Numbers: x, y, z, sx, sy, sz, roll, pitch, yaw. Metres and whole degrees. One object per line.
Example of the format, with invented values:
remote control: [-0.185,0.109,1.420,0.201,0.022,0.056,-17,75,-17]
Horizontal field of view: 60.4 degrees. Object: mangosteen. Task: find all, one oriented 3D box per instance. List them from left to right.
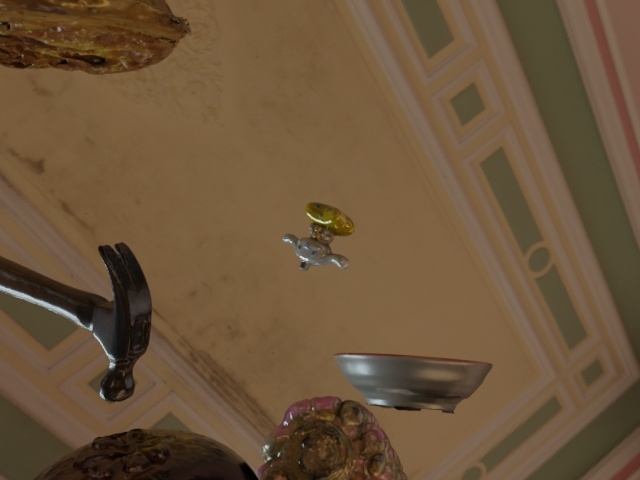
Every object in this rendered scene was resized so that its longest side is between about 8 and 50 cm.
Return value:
mangosteen: [-0.125,0.247,0.386,0.192,0.192,0.217,-5,-90,-20]

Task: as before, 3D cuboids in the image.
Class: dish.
dish: [0.148,0.237,0.903,0.260,0.260,0.086,11,-105,-25]

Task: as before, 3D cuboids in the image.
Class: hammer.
hammer: [-0.390,0.046,0.675,0.044,0.439,0.169,-7,-69,-68]

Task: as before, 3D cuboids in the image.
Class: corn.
corn: [0.033,0.260,0.592,0.126,0.127,0.335,-35,-34,-7]

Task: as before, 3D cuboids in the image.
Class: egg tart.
egg tart: [-0.274,-0.247,0.549,0.296,0.297,0.132,-2,-79,-21]

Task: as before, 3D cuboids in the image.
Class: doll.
doll: [-0.006,-0.002,0.903,0.071,0.135,0.113,37,-124,-51]
